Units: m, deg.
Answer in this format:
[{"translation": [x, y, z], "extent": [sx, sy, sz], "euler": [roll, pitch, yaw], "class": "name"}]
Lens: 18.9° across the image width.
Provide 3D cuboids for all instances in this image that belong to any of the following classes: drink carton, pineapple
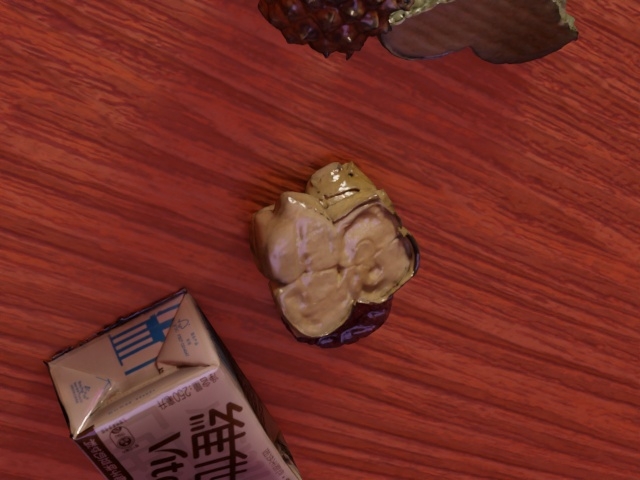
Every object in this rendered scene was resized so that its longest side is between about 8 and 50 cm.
[{"translation": [-0.166, 0.229, 2.289], "extent": [0.194, 0.132, 0.324], "euler": [-27, 139, 2], "class": "drink carton"}, {"translation": [0.025, -0.275, 1.847], "extent": [0.166, 0.166, 0.193], "euler": [0, 145, -26], "class": "pineapple"}]

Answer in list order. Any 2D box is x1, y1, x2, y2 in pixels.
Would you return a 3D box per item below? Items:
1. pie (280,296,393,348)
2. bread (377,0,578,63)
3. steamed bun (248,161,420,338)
[{"translation": [0.020, 0.070, 2.289], "extent": [0.154, 0.038, 0.153], "euler": [-14, 140, -12], "class": "pie"}, {"translation": [0.169, -0.254, 2.007], "extent": [0.232, 0.064, 0.172], "euler": [-1, 146, -22], "class": "bread"}, {"translation": [0.000, 0.000, 2.162], "extent": [0.177, 0.106, 0.192], "euler": [-39, 125, -6], "class": "steamed bun"}]
